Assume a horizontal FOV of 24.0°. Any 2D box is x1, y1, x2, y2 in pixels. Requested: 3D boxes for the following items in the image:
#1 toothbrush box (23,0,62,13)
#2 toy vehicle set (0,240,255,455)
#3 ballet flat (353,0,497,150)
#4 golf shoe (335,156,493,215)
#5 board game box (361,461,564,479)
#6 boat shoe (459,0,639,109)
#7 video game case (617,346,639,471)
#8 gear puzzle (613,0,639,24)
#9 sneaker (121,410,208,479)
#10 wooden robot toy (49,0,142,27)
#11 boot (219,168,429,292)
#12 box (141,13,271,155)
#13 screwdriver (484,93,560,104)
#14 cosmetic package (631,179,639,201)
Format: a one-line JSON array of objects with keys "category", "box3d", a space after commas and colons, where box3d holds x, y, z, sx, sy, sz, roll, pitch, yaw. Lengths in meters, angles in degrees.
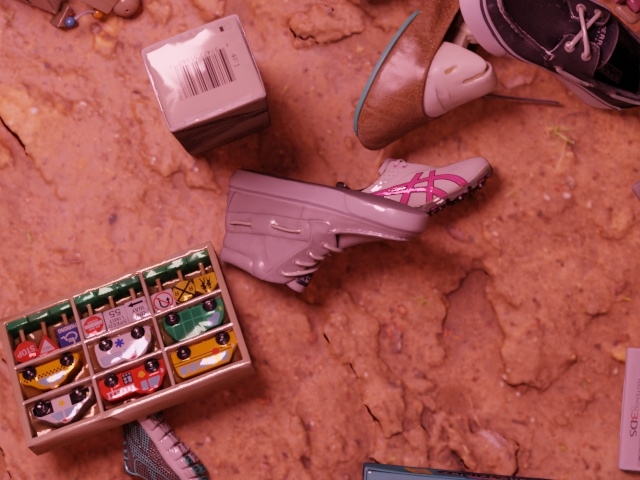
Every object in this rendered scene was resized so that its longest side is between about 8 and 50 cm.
[{"category": "toothbrush box", "box3d": [-0.403, -0.420, 1.719, 0.295, 0.126, 0.216, 21, 85, 5]}, {"category": "toy vehicle set", "box3d": [-0.223, 0.121, 1.719, 0.267, 0.035, 0.166, -21, 62, -1]}, {"category": "ballet flat", "box3d": [0.168, -0.237, 1.709, 0.124, 0.116, 0.342, 25, 75, 29]}, {"category": "golf shoe", "box3d": [0.107, -0.064, 1.745, 0.186, 0.067, 0.086, -22, 86, -1]}, {"category": "board game box", "box3d": [0.204, 0.397, 1.721, 0.336, 0.079, 0.254, 6, 88, 0]}, {"category": "boat shoe", "box3d": [0.278, -0.222, 1.653, 0.301, 0.102, 0.108, 29, 78, -38]}, {"category": "video game case", "box3d": [0.431, 0.202, 1.759, 0.157, 0.019, 0.143, 5, 88, 0]}, {"category": "gear puzzle", "box3d": [0.282, -0.401, 1.719, 0.339, 0.044, 0.175, 45, 49, 7]}, {"category": "sneaker", "box3d": [-0.205, 0.236, 1.738, 0.076, 0.065, 0.166, -39, 83, 7]}, {"category": "wooden robot toy", "box3d": [-0.239, -0.299, 1.762, 0.079, 0.076, 0.173, 27, 116, -36]}, {"category": "boot", "box3d": [0.000, 0.000, 1.701, 0.258, 0.095, 0.123, 13, 96, 34]}, {"category": "box", "box3d": [-0.119, -0.163, 1.644, 0.113, 0.275, 0.094, -21, 88, 0]}, {"category": "screwdriver", "box3d": [0.196, -0.170, 1.775, 0.170, 0.025, 0.024, 6, 87, -4]}, {"category": "cosmetic package", "box3d": [0.553, -0.116, 1.685, 0.365, 0.197, 0.155, -38, 87, -3]}]
